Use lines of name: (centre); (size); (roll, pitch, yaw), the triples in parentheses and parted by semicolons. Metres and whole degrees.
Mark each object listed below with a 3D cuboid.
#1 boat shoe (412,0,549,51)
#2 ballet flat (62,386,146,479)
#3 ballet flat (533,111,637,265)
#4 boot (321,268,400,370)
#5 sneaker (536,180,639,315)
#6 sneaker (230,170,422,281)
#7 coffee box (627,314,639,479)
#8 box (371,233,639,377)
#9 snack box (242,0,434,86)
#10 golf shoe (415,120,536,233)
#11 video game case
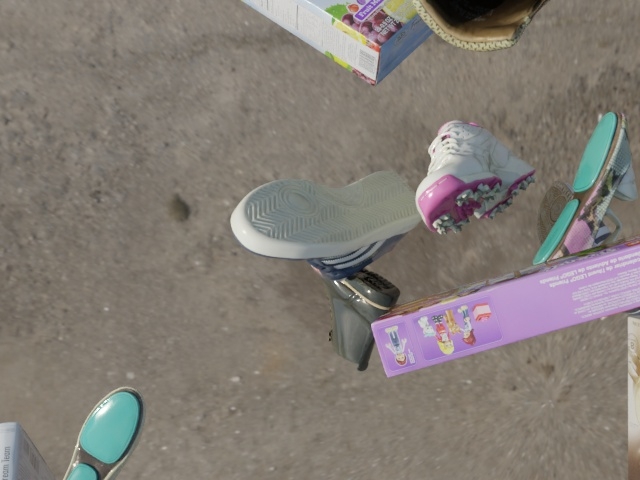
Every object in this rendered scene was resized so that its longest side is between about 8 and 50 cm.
boat shoe: (0.063, -0.123, 0.395); (0.095, 0.257, 0.095); (22, 95, 15)
ballet flat: (-0.318, 0.315, 1.478); (0.086, 0.086, 0.248); (34, 98, 15)
ballet flat: (0.336, -0.044, 1.229); (0.079, 0.077, 0.221); (26, 86, -7)
boot: (0.020, 0.093, 1.538); (0.198, 0.077, 0.137); (38, 117, 42)
sneaker: (0.447, 0.019, 1.586); (0.153, 0.282, 0.099); (13, 124, -19)
sneaker: (0.000, 0.000, 1.406); (0.131, 0.350, 0.148); (55, 128, 24)
coffee box: (0.508, 0.231, 1.404); (0.098, 0.141, 0.246); (-5, 97, -20)
box: (0.207, 0.057, 1.009); (0.293, 0.201, 0.057); (-17, 89, 10)
snack box: (0.034, -0.287, 1.104); (0.207, 0.070, 0.174); (35, 62, 19)
golf shoe: (0.182, -0.092, 1.358); (0.115, 0.306, 0.140); (-43, 77, 24)
video game case: (-0.215, 0.230, 0.749); (0.019, 0.157, 0.143); (-4, 57, -3)
